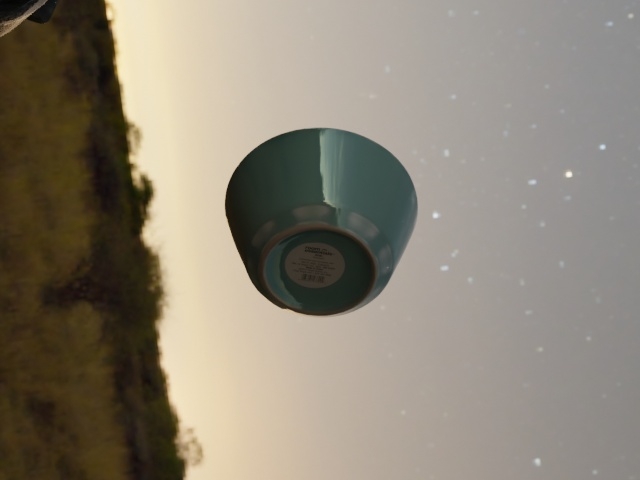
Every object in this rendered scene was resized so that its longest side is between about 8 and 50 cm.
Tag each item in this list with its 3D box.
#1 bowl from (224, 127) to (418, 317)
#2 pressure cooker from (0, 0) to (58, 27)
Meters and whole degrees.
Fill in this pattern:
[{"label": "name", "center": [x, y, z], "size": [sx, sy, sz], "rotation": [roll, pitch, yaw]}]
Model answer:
[{"label": "bowl", "center": [0.000, 0.000, 1.553], "size": [0.163, 0.312, 0.311], "rotation": [-89, 180, -52]}, {"label": "pressure cooker", "center": [-0.689, -0.558, 1.923], "size": [0.420, 0.376, 0.369], "rotation": [3, -62, 61]}]
